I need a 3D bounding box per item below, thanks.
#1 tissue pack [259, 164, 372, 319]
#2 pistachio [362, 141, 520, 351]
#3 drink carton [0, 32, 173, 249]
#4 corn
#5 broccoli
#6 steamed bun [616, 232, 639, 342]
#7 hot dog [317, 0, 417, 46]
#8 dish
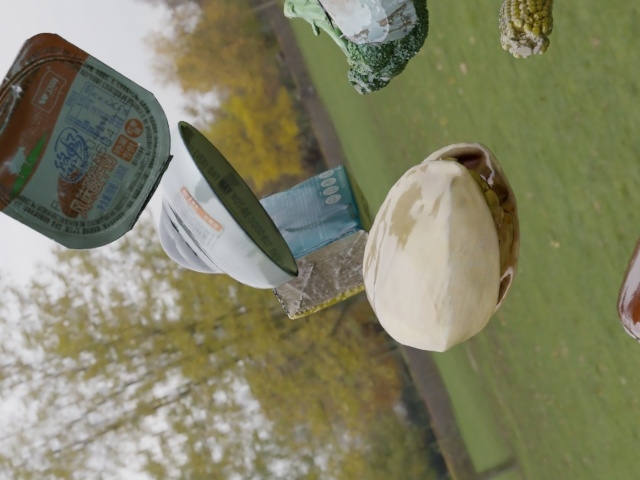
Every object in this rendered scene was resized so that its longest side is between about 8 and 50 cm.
[{"bbox_3d":[0.000,0.000,1.990,0.271,0.192,0.134,-100,-14,-61],"label":"tissue pack"},{"bbox_3d":[0.125,0.009,1.173,0.157,0.157,0.230,-110,27,-54],"label":"pistachio"},{"bbox_3d":[-0.284,-0.090,1.229,0.191,0.185,0.189,29,166,-21],"label":"drink carton"},{"bbox_3d":[0.358,-0.430,1.950,0.097,0.097,0.320,67,-151,-50],"label":"corn"},{"bbox_3d":[0.068,-0.404,2.096,0.269,0.269,0.254,68,-155,-11],"label":"broccoli"},{"bbox_3d":[0.446,-0.026,1.041,0.235,0.379,0.248,34,149,-2],"label":"steamed bun"},{"bbox_3d":[0.038,-0.398,1.628,0.162,0.082,0.270,-19,106,53],"label":"hot dog"},{"bbox_3d":[-0.163,-0.023,1.609,0.273,0.134,0.273,53,-172,-10],"label":"dish"}]
